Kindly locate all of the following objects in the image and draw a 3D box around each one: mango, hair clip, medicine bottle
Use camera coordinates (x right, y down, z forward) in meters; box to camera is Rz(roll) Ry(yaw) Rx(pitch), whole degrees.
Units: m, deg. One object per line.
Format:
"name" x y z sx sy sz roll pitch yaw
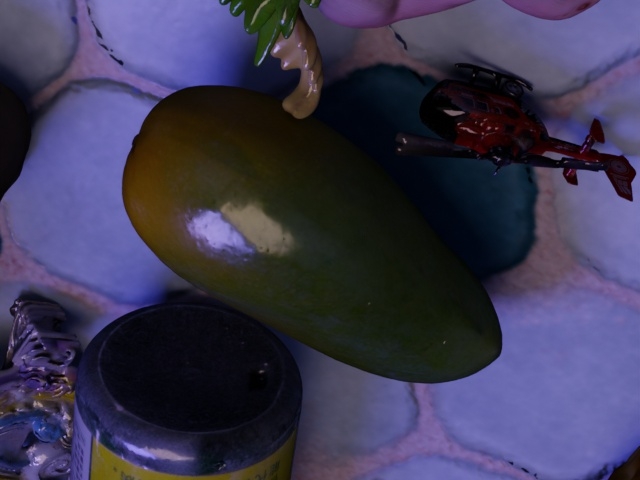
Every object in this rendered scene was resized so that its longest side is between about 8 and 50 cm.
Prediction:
"mango" 0.000 0.000 1.106 0.251 0.114 0.156 29 164 -33
"hair clip" -0.205 0.116 1.299 0.116 0.049 0.172 10 126 -23
"medicine bottle" -0.095 0.189 1.272 0.141 0.141 0.293 14 130 6

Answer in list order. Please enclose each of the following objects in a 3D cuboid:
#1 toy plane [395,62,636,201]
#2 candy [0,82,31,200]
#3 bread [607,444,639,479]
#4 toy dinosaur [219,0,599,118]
"toy plane" 0.110 -0.057 1.078 0.145 0.060 0.037 15 131 -15
"candy" -0.285 -0.086 1.143 0.234 0.104 0.102 27 124 -6
"bread" 0.245 0.216 1.225 0.181 0.096 0.222 31 129 -4
"toy dinosaur" 0.044 -0.162 0.997 0.177 0.152 0.194 15 153 -43
